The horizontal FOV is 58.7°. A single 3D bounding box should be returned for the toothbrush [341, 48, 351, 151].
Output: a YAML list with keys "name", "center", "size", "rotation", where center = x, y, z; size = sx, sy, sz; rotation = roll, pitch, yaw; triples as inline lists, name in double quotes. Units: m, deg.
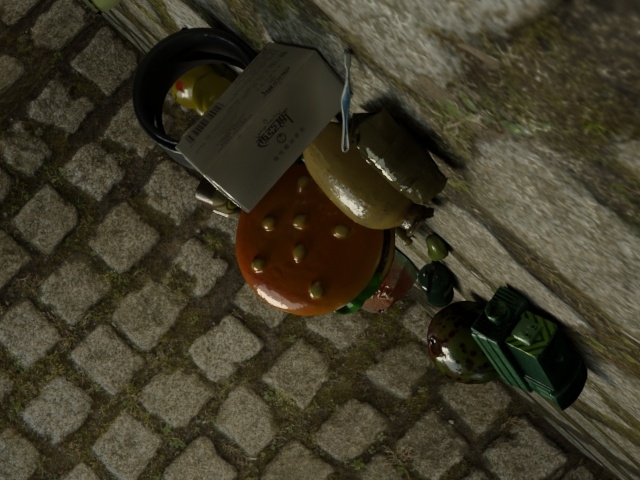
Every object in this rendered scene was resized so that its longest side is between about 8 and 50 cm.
- name: "toothbrush"
  center: [0.036, -0.191, 0.805]
  size: [0.017, 0.014, 0.162]
  rotation: [-106, 11, -47]

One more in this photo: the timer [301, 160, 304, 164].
- name: "timer"
  center: [-0.071, -0.196, 1.876]
  size: [0.237, 0.087, 0.262]
  rotation: [43, -156, -35]

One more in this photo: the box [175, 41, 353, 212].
- name: "box"
  center: [-0.103, -0.197, 0.952]
  size: [0.111, 0.260, 0.194]
  rotation: [45, 178, -34]

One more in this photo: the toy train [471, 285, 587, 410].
- name: "toy train"
  center: [0.458, 0.237, 1.232]
  size: [0.178, 0.138, 0.330]
  rotation: [27, 165, 46]

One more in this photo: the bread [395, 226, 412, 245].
- name: "bread"
  center: [0.222, -0.022, 1.578]
  size: [0.088, 0.034, 0.049]
  rotation: [47, -169, -11]

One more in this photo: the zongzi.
- name: "zongzi"
  center: [0.111, -0.132, 0.874]
  size: [0.160, 0.078, 0.176]
  rotation: [47, -174, -12]

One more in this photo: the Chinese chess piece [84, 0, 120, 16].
- name: "Chinese chess piece"
  center: [-0.678, -0.777, 1.525]
  size: [0.349, 0.146, 0.349]
  rotation: [43, 177, 2]

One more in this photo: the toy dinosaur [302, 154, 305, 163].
- name: "toy dinosaur"
  center: [-0.142, -0.318, 1.710]
  size: [0.292, 0.079, 0.120]
  rotation: [38, -166, 10]

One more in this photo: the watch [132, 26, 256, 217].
- name: "watch"
  center: [-0.247, -0.269, 1.239]
  size: [0.327, 0.335, 0.314]
  rotation: [33, 177, 7]

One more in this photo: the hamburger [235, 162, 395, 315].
- name: "hamburger"
  center: [0.000, 0.000, 1.403]
  size: [0.396, 0.395, 0.277]
  rotation: [42, -171, 15]

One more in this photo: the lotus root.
- name: "lotus root"
  center: [0.073, -0.115, 1.089]
  size: [0.303, 0.131, 0.146]
  rotation: [42, 179, 6]

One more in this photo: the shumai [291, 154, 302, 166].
- name: "shumai"
  center: [-0.143, -0.229, 1.566]
  size: [0.166, 0.176, 0.205]
  rotation: [-69, -32, -68]

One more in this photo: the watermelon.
- name: "watermelon"
  center: [0.228, 0.156, 2.085]
  size: [0.193, 0.256, 0.140]
  rotation: [35, 177, 8]

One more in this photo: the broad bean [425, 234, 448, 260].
- name: "broad bean"
  center: [0.274, 0.018, 1.339]
  size: [0.063, 0.045, 0.083]
  rotation: [55, 177, 32]

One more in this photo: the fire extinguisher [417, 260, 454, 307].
- name: "fire extinguisher"
  center: [0.331, 0.121, 1.650]
  size: [0.093, 0.118, 0.294]
  rotation: [5, 164, 18]

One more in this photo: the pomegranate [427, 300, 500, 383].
- name: "pomegranate"
  center: [0.452, 0.301, 1.600]
  size: [0.306, 0.242, 0.242]
  rotation: [22, -177, -13]

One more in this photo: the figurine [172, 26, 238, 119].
- name: "figurine"
  center: [-0.319, -0.432, 1.616]
  size: [0.327, 0.169, 0.218]
  rotation: [40, 162, 14]
